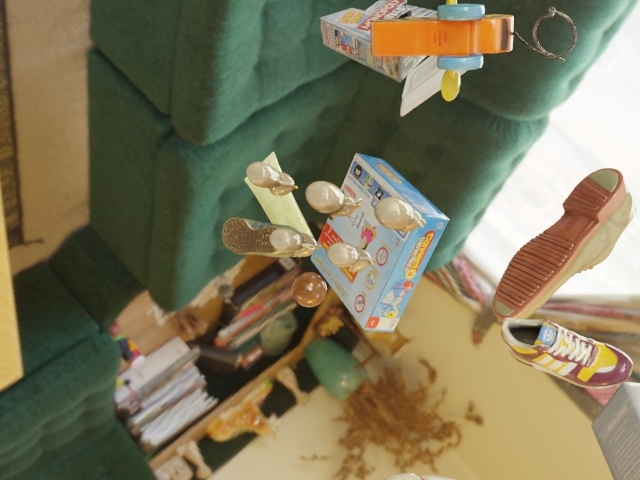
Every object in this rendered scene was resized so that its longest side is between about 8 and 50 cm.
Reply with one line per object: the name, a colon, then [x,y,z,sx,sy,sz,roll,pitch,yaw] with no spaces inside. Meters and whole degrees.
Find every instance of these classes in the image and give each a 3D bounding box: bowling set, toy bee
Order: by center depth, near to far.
toy bee: [0.236,-0.312,1.192,0.162,0.298,0.195,-41,154,-60]
bowling set: [0.000,0.000,1.194,0.200,0.287,0.154,-71,163,2]

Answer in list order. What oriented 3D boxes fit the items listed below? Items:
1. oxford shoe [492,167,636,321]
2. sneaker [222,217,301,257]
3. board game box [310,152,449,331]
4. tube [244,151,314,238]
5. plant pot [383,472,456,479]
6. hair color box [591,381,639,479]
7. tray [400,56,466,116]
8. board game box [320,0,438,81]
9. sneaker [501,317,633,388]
oxford shoe: [0.530,0.038,1.606,0.397,0.140,0.146,-47,121,1]
sneaker: [-0.093,0.000,1.354,0.086,0.192,0.064,10,90,-38]
board game box: [0.124,0.001,1.762,0.086,0.308,0.302,8,117,-32]
tube: [-0.084,-0.075,1.580,0.070,0.240,0.062,-20,146,-16]
plant pot: [0.133,0.409,0.837,0.275,0.275,0.243,17,88,-73]
hair color box: [0.515,0.368,0.974,0.185,0.374,0.114,6,130,-12]
tray: [0.283,-0.416,1.828,0.270,0.030,0.145,-31,-146,49]
board game box: [0.109,-0.379,1.364,0.194,0.194,0.060,-48,147,-33]
sneaker: [0.348,0.158,1.090,0.084,0.185,0.070,50,58,-46]
